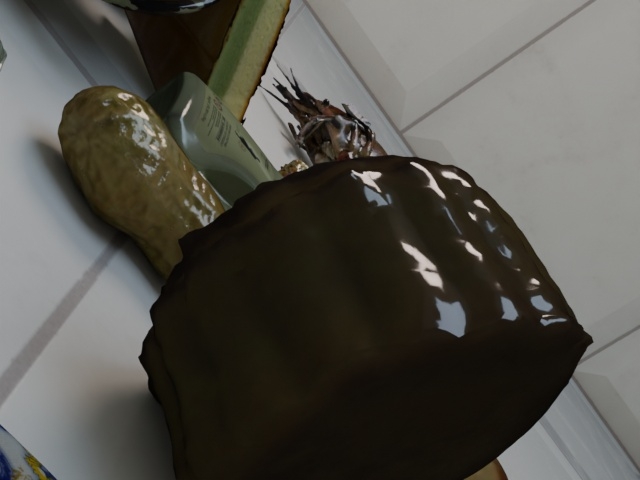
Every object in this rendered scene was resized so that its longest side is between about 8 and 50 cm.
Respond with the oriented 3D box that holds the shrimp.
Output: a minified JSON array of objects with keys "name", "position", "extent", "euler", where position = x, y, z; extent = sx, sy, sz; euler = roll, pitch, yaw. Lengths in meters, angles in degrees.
[{"name":"shrimp","position":[0.012,-0.172,1.720],"extent":[0.343,0.145,0.116],"euler":[48,-29,10]}]

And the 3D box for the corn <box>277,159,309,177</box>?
[{"name":"corn","position":[0.000,0.000,1.378],"extent":[0.237,0.079,0.079],"euler":[62,14,-2]}]

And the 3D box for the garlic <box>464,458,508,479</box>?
[{"name":"garlic","position":[0.101,0.239,1.061],"extent":[0.196,0.151,0.338],"euler":[33,23,-29]}]

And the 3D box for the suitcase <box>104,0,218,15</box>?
[{"name":"suitcase","position":[-0.195,-0.387,1.056],"extent":[0.194,0.351,0.339],"euler":[109,-33,-48]}]

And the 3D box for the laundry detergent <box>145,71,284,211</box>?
[{"name":"laundry detergent","position":[-0.104,-0.062,1.126],"extent":[0.253,0.091,0.181],"euler":[50,17,-25]}]

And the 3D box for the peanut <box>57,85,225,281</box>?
[{"name":"peanut","position":[-0.157,-0.040,0.903],"extent":[0.226,0.095,0.108],"euler":[54,29,-23]}]

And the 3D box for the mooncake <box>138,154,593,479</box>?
[{"name":"mooncake","position":[0.027,0.085,0.750],"extent":[0.324,0.324,0.187],"euler":[35,23,-56]}]

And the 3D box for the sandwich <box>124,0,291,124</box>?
[{"name":"sandwich","position":[-0.163,-0.250,1.246],"extent":[0.186,0.220,0.108],"euler":[34,20,29]}]

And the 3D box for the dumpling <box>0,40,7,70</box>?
[{"name":"dumpling","position":[-0.288,-0.118,0.626],"extent":[0.151,0.124,0.229],"euler":[17,14,-4]}]

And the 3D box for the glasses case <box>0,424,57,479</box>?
[{"name":"glasses case","position":[-0.174,0.139,0.488],"extent":[0.248,0.065,0.087],"euler":[52,17,-21]}]
